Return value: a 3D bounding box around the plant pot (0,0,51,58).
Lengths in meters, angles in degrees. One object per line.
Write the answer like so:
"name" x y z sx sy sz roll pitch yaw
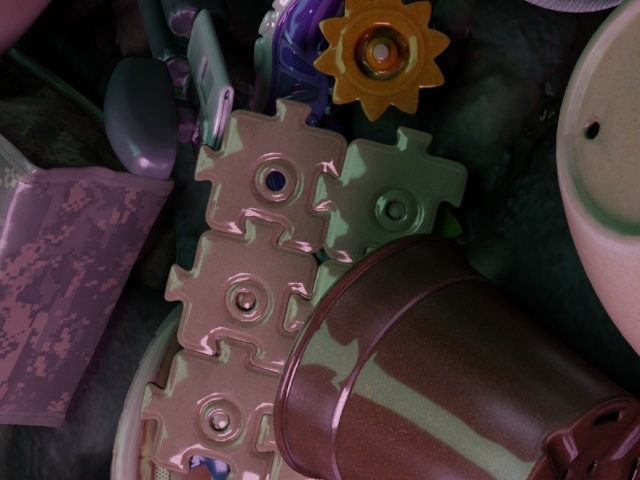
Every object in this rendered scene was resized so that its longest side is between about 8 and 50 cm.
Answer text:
"plant pot" -0.266 -0.292 1.422 0.323 0.323 0.280 48 119 39

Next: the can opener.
"can opener" -0.105 -0.147 1.350 0.280 0.093 0.074 -103 28 -50

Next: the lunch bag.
"lunch bag" -0.280 -0.026 1.510 0.287 0.169 0.235 41 114 36

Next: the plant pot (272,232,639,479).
"plant pot" 0.089 0.106 1.123 0.165 0.167 0.167 32 108 35

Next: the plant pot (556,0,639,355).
"plant pot" 0.226 -0.038 0.937 0.284 0.191 0.284 -22 60 45

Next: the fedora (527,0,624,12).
"fedora" 0.139 -0.273 1.118 0.275 0.124 0.244 -48 62 26

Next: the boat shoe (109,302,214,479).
"boat shoe" -0.080 0.202 1.324 0.116 0.123 0.324 5 77 13

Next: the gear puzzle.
"gear puzzle" 0.000 0.000 1.253 0.175 0.044 0.339 14 95 5

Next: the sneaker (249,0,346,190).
"sneaker" -0.005 -0.104 1.324 0.071 0.068 0.170 27 113 29
